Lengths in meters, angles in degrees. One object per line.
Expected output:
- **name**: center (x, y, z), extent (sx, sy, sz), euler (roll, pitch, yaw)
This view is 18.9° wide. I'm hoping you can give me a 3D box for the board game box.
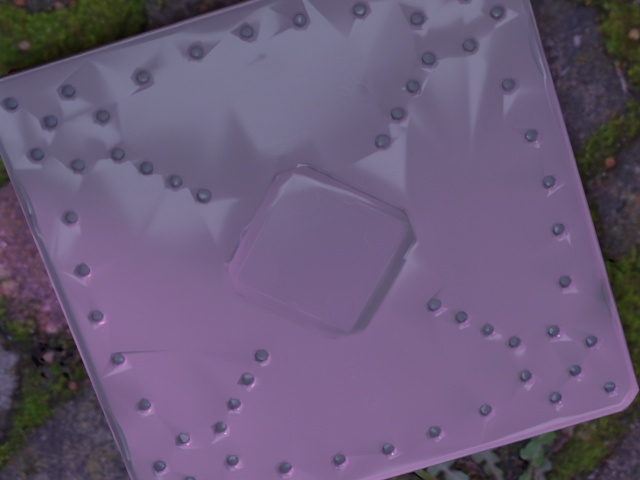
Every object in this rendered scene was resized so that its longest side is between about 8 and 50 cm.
- **board game box**: center (0.000, 0.000, 1.423), extent (0.390, 0.050, 0.390), euler (-17, 112, 6)
